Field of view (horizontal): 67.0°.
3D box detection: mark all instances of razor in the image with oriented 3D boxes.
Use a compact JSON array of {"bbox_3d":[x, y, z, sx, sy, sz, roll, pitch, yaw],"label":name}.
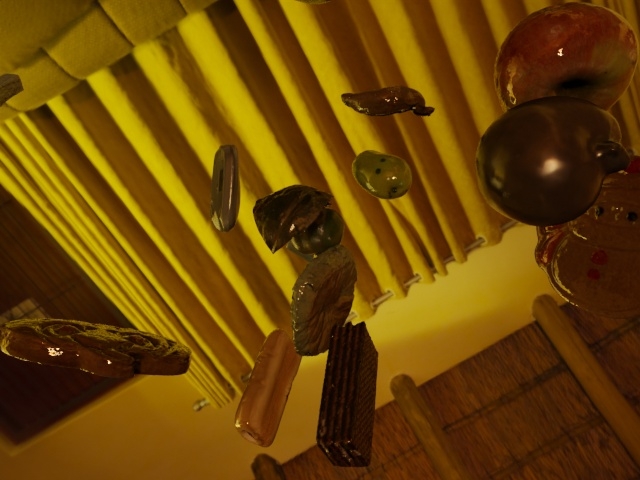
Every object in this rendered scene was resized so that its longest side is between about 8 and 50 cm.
[{"bbox_3d":[-0.025,-0.023,1.808,0.232,0.106,0.068,-54,173,-40],"label":"razor"}]

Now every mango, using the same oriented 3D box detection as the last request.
[{"bbox_3d":[0.206,-0.240,1.687,0.175,0.143,0.293,-16,-147,-15],"label":"mango"}]

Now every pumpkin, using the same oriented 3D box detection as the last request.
[{"bbox_3d":[-0.056,-0.085,1.073,0.163,0.111,0.278,-37,-172,12],"label":"pumpkin"}]

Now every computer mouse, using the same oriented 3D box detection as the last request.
[{"bbox_3d":[-0.349,-0.194,1.821,0.094,0.332,0.197,3,-177,-33],"label":"computer mouse"}]

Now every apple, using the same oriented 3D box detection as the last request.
[{"bbox_3d":[0.539,-0.399,1.103,0.308,0.278,0.250,2,-131,-16],"label":"apple"}]

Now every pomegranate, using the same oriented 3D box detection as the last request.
[{"bbox_3d":[0.000,0.000,1.324,0.151,0.191,0.131,-9,-158,37],"label":"pomegranate"}]

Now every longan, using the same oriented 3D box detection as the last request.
[{"bbox_3d":[0.447,-0.161,0.963,0.300,0.243,0.300,-34,-152,21],"label":"longan"}]

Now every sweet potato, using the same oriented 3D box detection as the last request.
[{"bbox_3d":[0.217,-0.447,1.555,0.309,0.098,0.124,3,-173,3],"label":"sweet potato"}]

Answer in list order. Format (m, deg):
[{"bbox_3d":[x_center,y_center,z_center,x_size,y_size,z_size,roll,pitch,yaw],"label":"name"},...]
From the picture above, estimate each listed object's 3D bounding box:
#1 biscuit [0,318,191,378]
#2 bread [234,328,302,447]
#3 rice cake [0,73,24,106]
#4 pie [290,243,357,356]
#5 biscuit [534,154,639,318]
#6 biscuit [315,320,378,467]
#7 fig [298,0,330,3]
[{"bbox_3d":[-0.477,0.229,1.069,0.350,0.394,0.070,1,-103,55],"label":"biscuit"},{"bbox_3d":[-0.140,0.387,1.298,0.091,0.142,0.305,-14,-142,34],"label":"bread"},{"bbox_3d":[-0.642,-0.246,0.904,0.045,0.042,0.245,3,-137,3],"label":"rice cake"},{"bbox_3d":[0.009,0.145,1.168,0.071,0.307,0.306,19,-133,27],"label":"pie"},{"bbox_3d":[0.687,-0.013,1.152,0.074,0.382,0.358,-1,-164,-38],"label":"biscuit"},{"bbox_3d":[0.053,0.269,0.875,0.070,0.106,0.252,-9,-139,19],"label":"biscuit"},{"bbox_3d":[-0.036,-0.402,0.652,0.233,0.167,0.167,5,-141,30],"label":"fig"}]
